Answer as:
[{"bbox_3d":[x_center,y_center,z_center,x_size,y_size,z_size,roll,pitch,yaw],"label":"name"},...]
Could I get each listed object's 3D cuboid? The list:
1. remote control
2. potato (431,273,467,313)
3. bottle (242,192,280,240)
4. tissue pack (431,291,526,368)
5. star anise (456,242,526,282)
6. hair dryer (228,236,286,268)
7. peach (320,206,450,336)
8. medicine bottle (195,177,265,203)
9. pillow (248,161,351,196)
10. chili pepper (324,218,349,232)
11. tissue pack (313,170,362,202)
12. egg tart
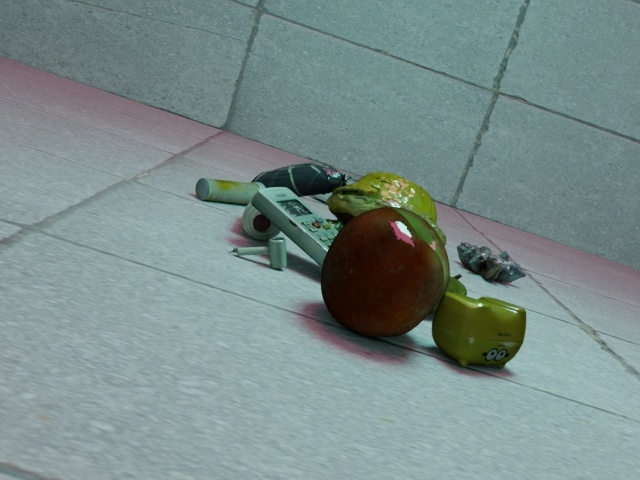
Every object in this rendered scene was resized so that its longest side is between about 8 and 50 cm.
[{"bbox_3d":[0.000,-0.001,1.608,0.344,0.050,0.145,41,21,16],"label":"remote control"},{"bbox_3d":[0.237,0.111,1.579,0.225,0.090,0.117,5,45,-32],"label":"potato"},{"bbox_3d":[-0.139,-0.062,1.771,0.104,0.104,0.245,18,12,-3],"label":"bottle"},{"bbox_3d":[0.301,0.172,1.353,0.178,0.127,0.123,11,7,-38],"label":"tissue pack"},{"bbox_3d":[0.541,0.072,2.250,0.229,0.093,0.236,20,10,6],"label":"star anise"},{"bbox_3d":[-0.135,0.028,1.524,0.124,0.063,0.038,-2,15,-2],"label":"hair dryer"},{"bbox_3d":[0.116,0.061,1.317,0.252,0.253,0.252,18,12,-4],"label":"peach"},{"bbox_3d":[-0.256,-0.139,2.029,0.074,0.074,0.218,28,17,38],"label":"medicine bottle"},{"bbox_3d":[-0.077,-0.177,2.172,0.334,0.093,0.161,-6,-10,15],"label":"pillow"},{"bbox_3d":[0.110,-0.020,2.075,0.224,0.061,0.098,13,6,-20],"label":"chili pepper"},{"bbox_3d":[0.124,-0.166,2.608,0.271,0.124,0.201,29,14,35],"label":"tissue pack"},{"bbox_3d":[0.211,-0.090,2.126,0.387,0.169,0.388,22,-10,4],"label":"egg tart"}]
